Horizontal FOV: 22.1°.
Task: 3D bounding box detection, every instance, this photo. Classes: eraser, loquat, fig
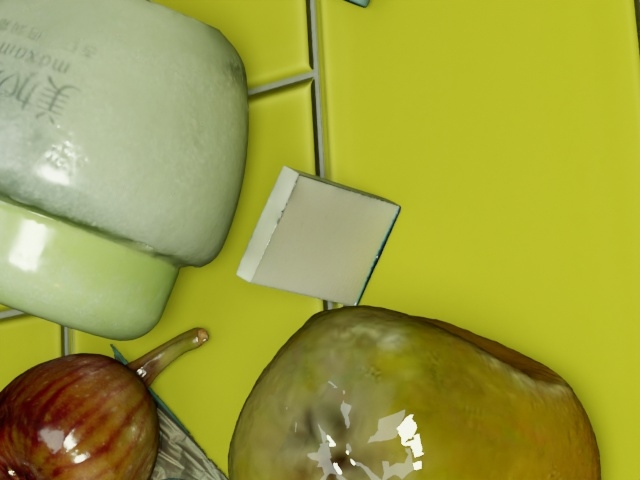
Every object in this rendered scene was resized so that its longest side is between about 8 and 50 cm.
[{"bbox_3d":[0.000,0.000,1.417,0.023,0.150,0.103,30,99,39],"label":"eraser"},{"bbox_3d":[0.069,0.185,1.253,0.276,0.284,0.276,-10,71,31],"label":"loquat"},{"bbox_3d":[-0.212,0.169,1.541,0.175,0.207,0.175,20,135,21],"label":"fig"}]

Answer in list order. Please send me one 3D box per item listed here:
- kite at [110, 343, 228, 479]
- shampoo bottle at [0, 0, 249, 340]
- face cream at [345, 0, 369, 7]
[{"bbox_3d":[-0.171,0.298,1.575,0.368,0.014,0.406,-9,77,36],"label":"kite"},{"bbox_3d":[-0.226,-0.086,1.496,0.322,0.322,0.317,16,82,37],"label":"shampoo bottle"},{"bbox_3d":[0.056,-0.340,1.485,0.077,0.077,0.250,26,96,37],"label":"face cream"}]
